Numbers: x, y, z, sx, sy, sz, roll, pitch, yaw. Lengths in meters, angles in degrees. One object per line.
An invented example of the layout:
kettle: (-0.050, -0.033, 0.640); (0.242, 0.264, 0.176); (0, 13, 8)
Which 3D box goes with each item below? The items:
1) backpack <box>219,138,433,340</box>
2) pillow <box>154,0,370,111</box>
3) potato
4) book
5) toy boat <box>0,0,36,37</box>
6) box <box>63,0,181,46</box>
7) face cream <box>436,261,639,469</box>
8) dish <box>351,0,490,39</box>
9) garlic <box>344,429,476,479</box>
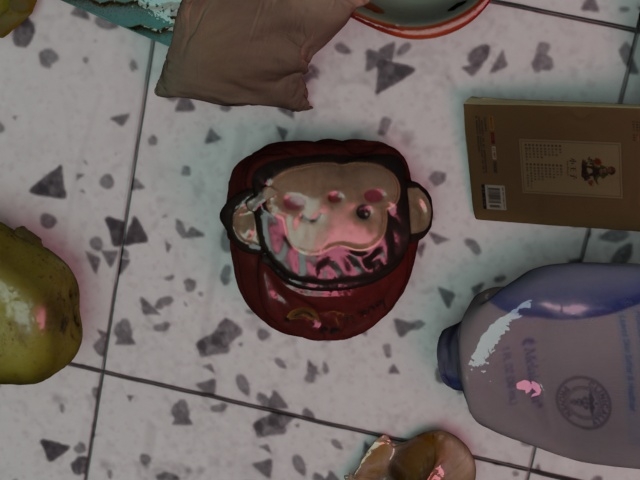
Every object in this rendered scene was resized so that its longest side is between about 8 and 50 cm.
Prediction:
backpack: (0.000, 0.001, 1.421); (0.229, 0.139, 0.229); (-2, 101, -10)
pillow: (-0.064, -0.196, 1.336); (0.173, 0.270, 0.067); (8, 67, -10)
potato: (-0.375, 0.060, 1.477); (0.228, 0.148, 0.197); (1, 126, 14)
book: (0.247, -0.078, 1.379); (0.199, 0.016, 0.138); (5, 119, 25)
toy boat: (-0.332, -0.299, 1.429); (0.066, 0.065, 0.172); (20, 104, 23)
box: (-0.166, -0.330, 1.405); (0.162, 0.041, 0.229); (24, 107, 1)
face cream: (0.310, 0.126, 1.340); (0.420, 0.137, 0.234); (1, 107, 34)
dish: (0.087, -0.330, 1.331); (0.256, 0.117, 0.256); (2, 103, 8)
garlic: (0.100, 0.287, 1.497); (0.124, 0.099, 0.174); (33, 106, -16)
